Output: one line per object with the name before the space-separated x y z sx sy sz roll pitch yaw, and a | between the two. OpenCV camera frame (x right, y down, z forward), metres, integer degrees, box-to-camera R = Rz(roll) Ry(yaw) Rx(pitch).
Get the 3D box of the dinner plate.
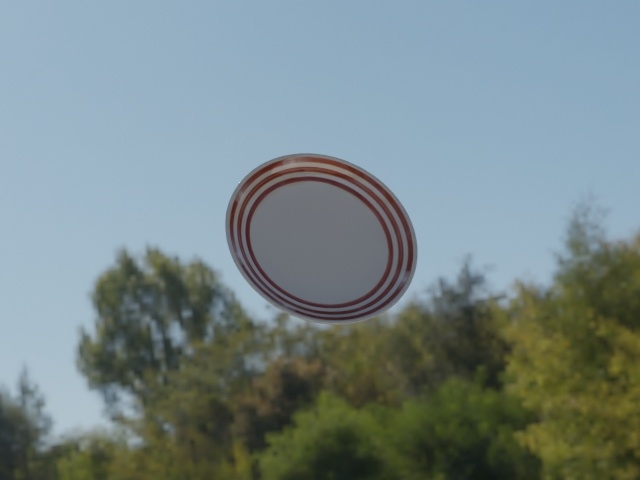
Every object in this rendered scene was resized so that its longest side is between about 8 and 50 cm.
dinner plate | 0.000 0.000 1.082 0.141 0.141 0.017 -4 -28 -21
